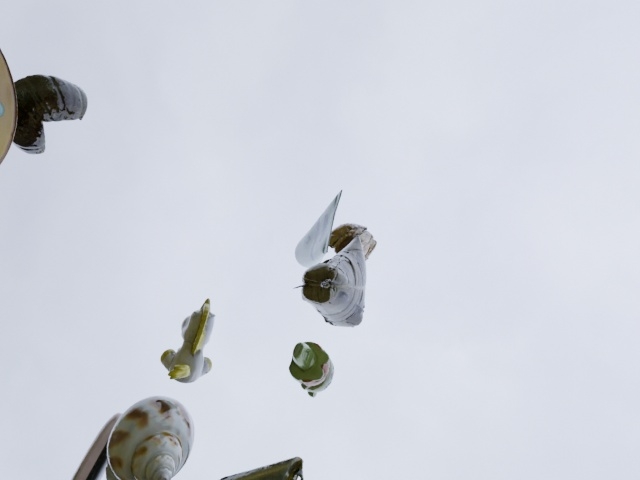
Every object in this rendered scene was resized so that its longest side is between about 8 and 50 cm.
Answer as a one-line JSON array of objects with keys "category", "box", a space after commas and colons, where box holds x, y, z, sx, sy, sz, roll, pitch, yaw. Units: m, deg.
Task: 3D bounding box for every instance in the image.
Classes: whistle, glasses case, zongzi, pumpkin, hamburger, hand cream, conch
[{"category": "whistle", "box": [-0.024, 0.353, 1.188, 0.106, 0.288, 0.131, 14, -118, 20]}, {"category": "glasses case", "box": [-0.664, 0.660, 1.233, 0.075, 0.315, 0.122, 28, -42, -11]}, {"category": "zongzi", "box": [0.025, 0.031, 0.676, 0.081, 0.189, 0.178, 2, -116, 22]}, {"category": "pumpkin", "box": [-0.592, -0.271, 0.874, 0.183, 0.107, 0.119, -44, -104, 3]}, {"category": "hamburger", "box": [0.108, -0.001, 1.445, 0.124, 0.262, 0.131, 38, -77, 18]}, {"category": "whistle", "box": [-0.188, 0.561, 0.951, 0.326, 0.057, 0.068, -19, -146, 10]}, {"category": "hand cream", "box": [0.000, 0.000, 0.839, 0.067, 0.321, 0.110, 16, -104, -7]}, {"category": "conch", "box": [-0.324, 0.397, 0.814, 0.148, 0.275, 0.183, 8, -97, -6]}]

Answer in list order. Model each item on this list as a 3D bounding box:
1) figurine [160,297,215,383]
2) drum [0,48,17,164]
[{"category": "figurine", "box": [-0.263, 0.209, 0.890, 0.109, 0.129, 0.178, 22, -104, -9]}, {"category": "drum", "box": [-0.708, -0.227, 0.599, 0.214, 0.431, 0.432, -2, -93, 24]}]
